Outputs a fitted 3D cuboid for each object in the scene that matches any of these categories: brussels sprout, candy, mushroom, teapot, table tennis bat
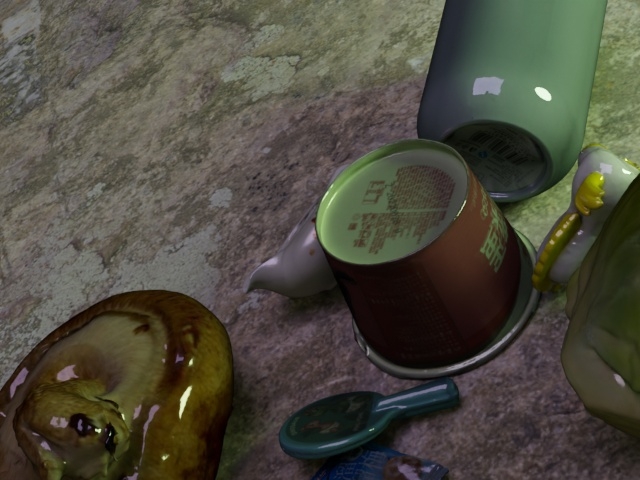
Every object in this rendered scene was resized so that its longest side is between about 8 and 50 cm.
[{"bbox_3d":[0.379,0.038,0.935,0.344,0.268,0.344,-57,4,7],"label":"brussels sprout"},{"bbox_3d":[0.056,0.246,1.095,0.136,0.038,0.088,16,50,44],"label":"candy"},{"bbox_3d":[-0.244,0.188,1.168,0.345,0.259,0.345,-19,46,20],"label":"mushroom"},{"bbox_3d":[0.000,0.000,1.315,0.226,0.092,0.145,-55,9,-26],"label":"teapot"},{"bbox_3d":[0.051,0.187,1.140,0.201,0.033,0.124,-17,16,8],"label":"table tennis bat"}]

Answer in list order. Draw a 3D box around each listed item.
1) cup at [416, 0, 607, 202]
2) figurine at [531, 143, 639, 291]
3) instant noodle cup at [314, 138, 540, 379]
[{"bbox_3d":[0.233,-0.210,1.306,0.206,0.205,0.312,-4,49,29],"label":"cup"},{"bbox_3d":[0.283,-0.016,1.133,0.109,0.178,0.130,41,45,24],"label":"figurine"},{"bbox_3d":[0.111,0.012,1.183,0.235,0.178,0.234,-17,45,17],"label":"instant noodle cup"}]
